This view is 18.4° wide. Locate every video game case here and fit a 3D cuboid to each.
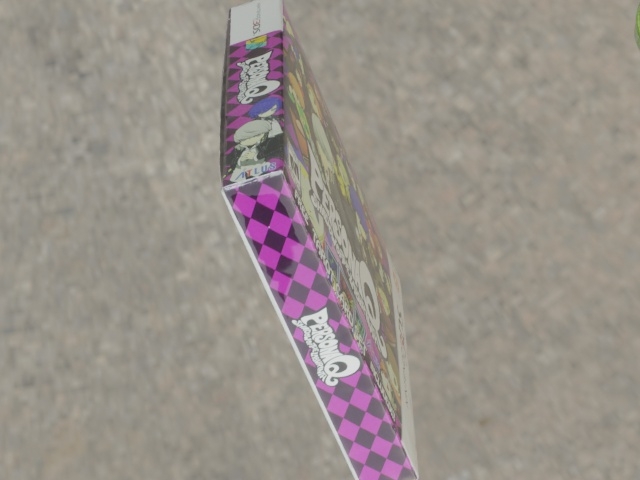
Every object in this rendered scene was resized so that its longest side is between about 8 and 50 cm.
[{"bbox_3d":[0.000,0.000,1.180,0.042,0.210,0.232,-18,122,10],"label":"video game case"}]

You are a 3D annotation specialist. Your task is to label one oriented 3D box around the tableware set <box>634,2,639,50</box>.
[{"bbox_3d":[0.174,-0.138,0.862,0.154,0.024,0.104,-33,92,-34],"label":"tableware set"}]
